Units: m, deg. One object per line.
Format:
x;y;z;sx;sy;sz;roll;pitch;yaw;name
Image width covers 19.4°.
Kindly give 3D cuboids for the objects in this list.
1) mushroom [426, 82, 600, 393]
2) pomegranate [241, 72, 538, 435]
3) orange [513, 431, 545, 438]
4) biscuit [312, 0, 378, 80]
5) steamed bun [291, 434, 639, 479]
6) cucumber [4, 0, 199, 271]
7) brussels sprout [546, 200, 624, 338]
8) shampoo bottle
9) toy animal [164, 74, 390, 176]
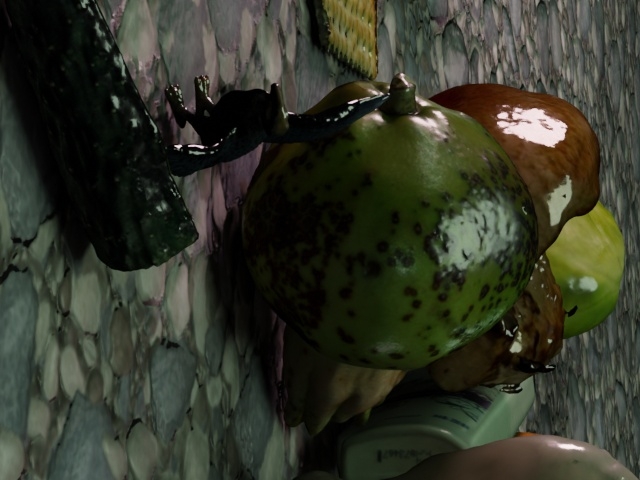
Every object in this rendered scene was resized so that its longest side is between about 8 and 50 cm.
0.123;-0.008;1.547;0.195;0.263;0.283;29;37;-29;mushroom
0.024;0.014;1.354;0.204;0.276;0.222;44;33;-4;pomegranate
0.162;0.279;1.683;0.224;0.170;0.224;-58;171;-14;orange
0.019;-0.217;1.590;0.203;0.016;0.144;19;69;-72;biscuit
0.103;0.312;1.289;0.309;0.324;0.219;65;31;-32;steamed bun
-0.135;-0.081;1.027;0.078;0.062;0.211;54;-11;54;cucumber
0.193;0.011;1.806;0.223;0.223;0.161;-72;167;-48;brussels sprout
0.098;0.153;1.589;0.359;0.134;0.078;-31;116;-73;shampoo bottle
-0.054;-0.072;1.201;0.220;0.108;0.062;-16;106;-40;toy animal
